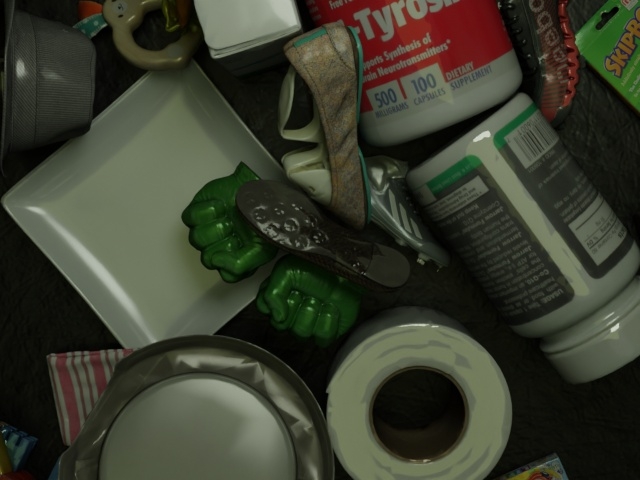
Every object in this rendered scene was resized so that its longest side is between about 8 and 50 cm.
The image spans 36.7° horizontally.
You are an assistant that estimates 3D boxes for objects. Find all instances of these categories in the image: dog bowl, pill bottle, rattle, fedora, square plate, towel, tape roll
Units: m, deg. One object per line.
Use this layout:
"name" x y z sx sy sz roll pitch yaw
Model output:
"dog bowl" -0.159 0.302 1.261 0.349 0.102 0.348 2 74 -6
"pill bottle" 0.295 0.001 1.298 0.204 0.204 0.361 -36 92 3
"rattle" -0.262 -0.313 1.304 0.200 0.143 0.130 23 88 9
"fedora" -0.368 -0.207 1.288 0.124 0.275 0.243 0 108 -22
"square plate" -0.216 -0.035 1.383 0.344 0.049 0.347 -40 92 3
"towel" -0.295 0.226 1.382 0.197 0.029 0.144 -4 103 13
"tape roll" 0.129 0.221 1.333 0.246 0.169 0.246 0 94 2
"pill bottle" 0.087 -0.345 1.243 0.229 0.229 0.407 -24 101 2

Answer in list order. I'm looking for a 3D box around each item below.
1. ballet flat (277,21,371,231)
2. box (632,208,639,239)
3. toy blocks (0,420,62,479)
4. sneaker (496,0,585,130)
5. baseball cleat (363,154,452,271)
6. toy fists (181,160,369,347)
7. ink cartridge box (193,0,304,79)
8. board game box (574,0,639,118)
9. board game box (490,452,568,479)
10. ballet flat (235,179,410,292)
"ballet flat" -0.001 -0.131 1.229 0.106 0.107 0.316 -17 131 -12
"box" 0.535 0.041 1.208 0.143 0.381 0.191 -17 94 0
"toy blocks" -0.505 0.362 1.365 0.382 0.191 0.260 25 82 4
"sneaker" 0.284 -0.286 1.321 0.135 0.098 0.275 -4 92 -18
"baseball cleat" 0.117 -0.050 1.364 0.206 0.072 0.109 34 94 -2
"toy fists" -0.064 0.029 1.314 0.279 0.096 0.142 43 92 -6
"ink cartridge box" -0.098 -0.330 1.246 0.117 0.278 0.201 -17 94 3
"board game box" 0.482 -0.233 1.364 0.259 0.039 0.124 44 93 -5
"board game box" 0.296 0.390 1.412 0.154 0.026 0.103 -25 93 2
"ballet flat" 0.000 0.000 1.260 0.250 0.058 0.084 26 68 -5
